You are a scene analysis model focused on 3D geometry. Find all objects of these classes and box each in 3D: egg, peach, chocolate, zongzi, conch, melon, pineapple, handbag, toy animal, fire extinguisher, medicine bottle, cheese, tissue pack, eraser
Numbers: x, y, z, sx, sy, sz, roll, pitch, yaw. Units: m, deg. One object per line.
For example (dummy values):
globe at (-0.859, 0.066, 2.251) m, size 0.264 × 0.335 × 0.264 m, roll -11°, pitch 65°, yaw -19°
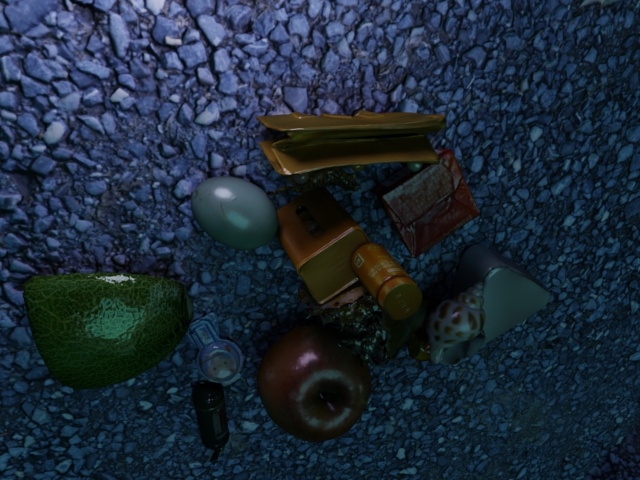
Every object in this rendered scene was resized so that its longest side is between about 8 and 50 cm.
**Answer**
egg at (-0.208, -0.068, 1.406) m, size 0.230 × 0.168 × 0.168 m, roll 29°, pitch 104°, yaw -29°
peach at (0.353, 0.344, 1.903) m, size 0.151 × 0.151 × 0.118 m, roll -39°, pitch 112°, yaw 2°
chocolate at (0.294, -0.111, 1.613) m, size 0.237 × 0.108 × 0.235 m, roll -35°, pitch 117°, yaw -3°
zongzi at (0.233, 0.157, 1.749) m, size 0.360 × 0.160 × 0.323 m, roll -29°, pitch 117°, yaw -29°
conch at (0.421, 0.253, 1.758) m, size 0.182 × 0.149 × 0.275 m, roll 17°, pitch 127°, yaw -32°
melon at (-0.503, 0.193, 1.432) m, size 0.343 × 0.226 × 0.331 m, roll -12°, pitch 106°, yaw 0°
pineapple at (0.104, 0.206, 1.522) m, size 0.262 × 0.262 × 0.272 m, roll -27°, pitch 117°, yaw -6°
handbag at (0.066, -0.242, 1.349) m, size 0.400 × 0.283 × 0.133 m, roll -8°, pitch 116°, yaw -16°
toy animal at (-0.031, -0.157, 1.459) m, size 0.255 × 0.114 × 0.116 m, roll -20°, pitch 127°, yaw -22°
fire extinguisher at (-0.329, 0.565, 1.769) m, size 0.093 × 0.118 × 0.294 m, roll 6°, pitch 122°, yaw 14°
medicine bottle at (0.144, 0.088, 1.290) m, size 0.096 × 0.192 × 0.096 m, roll -9°, pitch 120°, yaw -16°
cheese at (-0.306, 0.325, 1.661) m, size 0.135 × 0.052 × 0.245 m, roll -28°, pitch 117°, yaw -9°
tissue pack at (0.000, 0.000, 1.467) m, size 0.194 × 0.274 × 0.145 m, roll -36°, pitch 124°, yaw -1°
eraser at (0.558, 0.154, 1.865) m, size 0.331 × 0.150 × 0.331 m, roll -11°, pitch 125°, yaw -17°

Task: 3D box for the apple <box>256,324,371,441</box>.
apple at (-0.018, 0.405, 1.686) m, size 0.338 × 0.305 × 0.339 m, roll -4°, pitch 107°, yaw -14°
